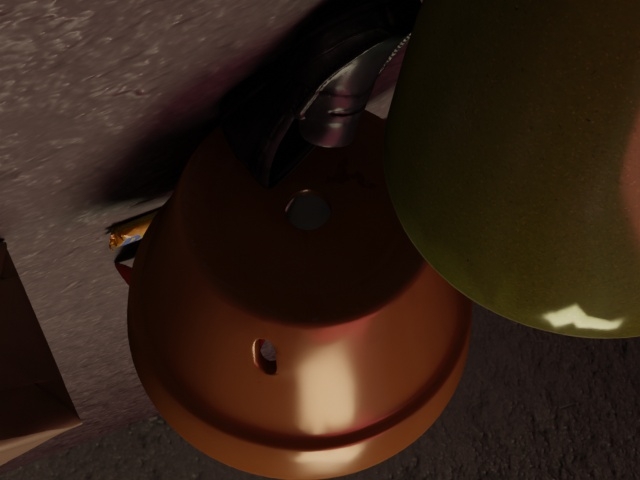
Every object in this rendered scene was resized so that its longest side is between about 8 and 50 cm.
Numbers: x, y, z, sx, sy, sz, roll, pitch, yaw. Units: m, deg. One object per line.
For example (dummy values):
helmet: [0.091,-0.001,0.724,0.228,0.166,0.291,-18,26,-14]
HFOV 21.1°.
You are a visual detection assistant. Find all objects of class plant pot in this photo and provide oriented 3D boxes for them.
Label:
plant pot: [0.177,-0.131,1.002,0.275,0.275,0.293,-23,152,-12]
plant pot: [-0.015,0.021,1.369,0.291,0.291,0.203,-22,155,-13]

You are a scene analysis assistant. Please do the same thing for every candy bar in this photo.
candy bar: [-0.122,-0.026,1.565,0.161,0.018,0.040,-22,171,-21]

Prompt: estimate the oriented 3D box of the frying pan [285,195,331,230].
frying pan: [-0.025,0.002,1.625,0.326,0.053,0.197,-25,137,-22]

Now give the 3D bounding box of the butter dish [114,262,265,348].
butter dish: [-0.099,0.042,1.668,0.118,0.160,0.160,-54,-160,-7]

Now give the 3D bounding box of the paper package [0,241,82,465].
paper package: [-0.410,0.152,1.349,0.325,0.168,0.309,-28,171,31]

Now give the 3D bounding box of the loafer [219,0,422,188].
loafer: [0.007,-0.105,1.208,0.076,0.078,0.223,-18,170,-38]
